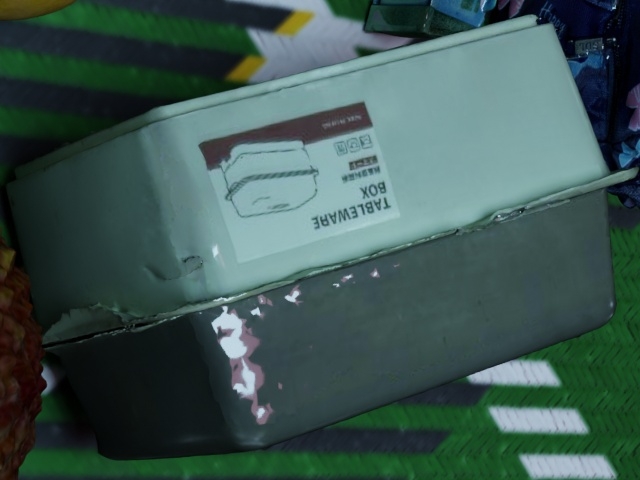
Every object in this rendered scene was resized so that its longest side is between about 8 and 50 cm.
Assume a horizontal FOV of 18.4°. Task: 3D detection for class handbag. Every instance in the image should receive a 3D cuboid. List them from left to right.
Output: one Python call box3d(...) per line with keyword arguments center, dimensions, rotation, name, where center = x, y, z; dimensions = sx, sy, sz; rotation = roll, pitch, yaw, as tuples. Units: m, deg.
box3d(center=(0.188, -0.144, 1.155), dimensions=(0.113, 0.162, 0.260), rotation=(19, 80, -34), name="handbag")

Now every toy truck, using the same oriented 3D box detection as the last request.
box3d(center=(0.022, -0.165, 1.091), dimensions=(0.175, 0.067, 0.081), rotation=(17, 86, -35), name="toy truck")

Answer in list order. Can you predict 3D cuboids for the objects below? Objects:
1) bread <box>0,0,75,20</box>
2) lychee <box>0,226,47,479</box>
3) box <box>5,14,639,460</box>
box3d(center=(-0.177, -0.165, 0.947), dimensions=(0.189, 0.077, 0.114), rotation=(13, 83, -33), name="bread")
box3d(center=(-0.207, 0.062, 0.894), dimensions=(0.188, 0.188, 0.188), rotation=(-4, 97, -35), name="lychee")
box3d(center=(0.000, 0.000, 1.004), dimensions=(0.290, 0.220, 0.166), rotation=(-16, 92, -32), name="box")
